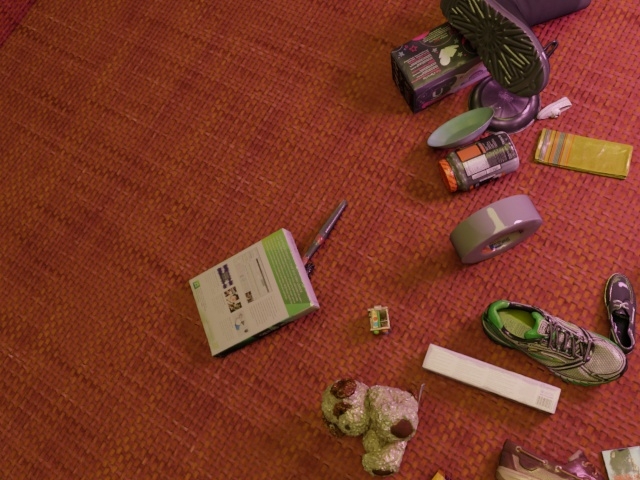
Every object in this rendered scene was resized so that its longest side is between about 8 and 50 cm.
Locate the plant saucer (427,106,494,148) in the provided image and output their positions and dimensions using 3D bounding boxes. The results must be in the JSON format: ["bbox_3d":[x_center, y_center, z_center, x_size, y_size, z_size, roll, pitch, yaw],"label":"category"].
[{"bbox_3d":[0.386,-0.295,1.738,0.195,0.195,0.037,-33,110,0],"label":"plant saucer"}]

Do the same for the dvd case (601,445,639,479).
[{"bbox_3d":[0.701,0.537,1.461,0.087,0.013,0.119,-10,72,8],"label":"dvd case"}]

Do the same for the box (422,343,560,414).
[{"bbox_3d":[0.412,0.338,1.559,0.324,0.063,0.067,17,75,16],"label":"box"}]

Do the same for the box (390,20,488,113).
[{"bbox_3d":[0.338,-0.492,1.792,0.247,0.163,0.142,-27,74,2],"label":"box"}]

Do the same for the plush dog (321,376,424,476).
[{"bbox_3d":[0.112,0.406,1.537,0.225,0.262,0.210,17,43,7],"label":"plush dog"}]

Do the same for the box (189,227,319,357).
[{"bbox_3d":[-0.182,0.142,1.710,0.322,0.058,0.232,-28,68,18],"label":"box"}]

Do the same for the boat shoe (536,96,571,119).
[{"bbox_3d":[0.642,-0.355,1.755,0.100,0.035,0.035,-28,66,-6],"label":"boat shoe"}]

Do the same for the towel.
[{"bbox_3d":[0.701,-0.233,1.709,0.237,0.021,0.102,14,76,15],"label":"towel"}]

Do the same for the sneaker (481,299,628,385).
[{"bbox_3d":[0.545,0.241,1.512,0.344,0.146,0.134,19,79,20],"label":"sneaker"}]

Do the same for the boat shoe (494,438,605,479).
[{"bbox_3d":[0.574,0.531,1.435,0.342,0.123,0.123,11,72,23],"label":"boat shoe"}]

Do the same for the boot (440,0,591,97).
[{"bbox_3d":[0.580,-0.591,1.714,0.445,0.146,0.367,-28,78,-36],"label":"boot"}]

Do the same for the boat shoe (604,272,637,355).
[{"bbox_3d":[0.732,0.174,1.545,0.075,0.065,0.206,3,73,12],"label":"boat shoe"}]

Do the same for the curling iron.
[{"bbox_3d":[0.000,0.000,1.761,0.035,0.068,0.274,23,73,19],"label":"curling iron"}]

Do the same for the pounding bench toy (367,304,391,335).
[{"bbox_3d":[0.151,0.206,1.644,0.052,0.083,0.065,-9,70,8],"label":"pounding bench toy"}]

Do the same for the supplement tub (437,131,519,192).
[{"bbox_3d":[0.418,-0.205,1.707,0.190,0.117,0.117,-22,69,4],"label":"supplement tub"}]

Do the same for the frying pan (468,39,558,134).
[{"bbox_3d":[0.570,-0.421,1.787,0.326,0.053,0.197,-29,70,4],"label":"frying pan"}]

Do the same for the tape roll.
[{"bbox_3d":[0.434,-0.025,1.590,0.219,0.219,0.072,-26,69,2],"label":"tape roll"}]

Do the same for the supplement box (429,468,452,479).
[{"bbox_3d":[0.299,0.627,1.419,0.194,0.191,0.129,38,83,19],"label":"supplement box"}]
